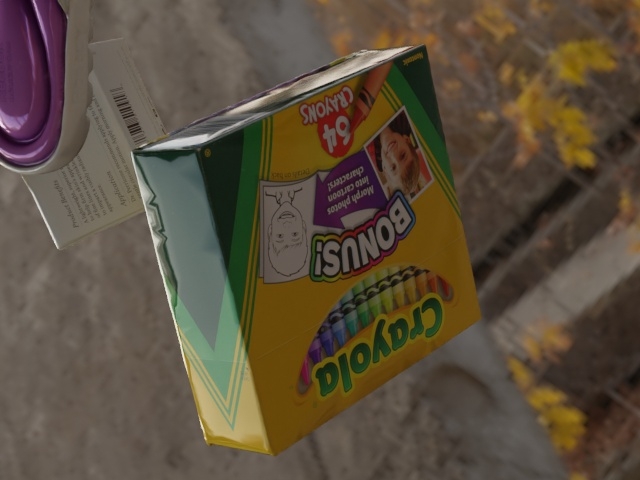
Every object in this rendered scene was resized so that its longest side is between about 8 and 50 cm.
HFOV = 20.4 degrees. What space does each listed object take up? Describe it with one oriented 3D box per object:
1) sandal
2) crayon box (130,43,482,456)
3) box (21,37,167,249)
[{"bbox_3d":[-0.287,-0.260,1.573,0.169,0.416,0.102,-6,10,31],"label":"sandal"},{"bbox_3d":[0.000,0.000,1.812,0.106,0.313,0.363,0,20,42],"label":"crayon box"},{"bbox_3d":[-0.239,-0.105,1.859,0.119,0.181,0.182,-24,5,10],"label":"box"}]
